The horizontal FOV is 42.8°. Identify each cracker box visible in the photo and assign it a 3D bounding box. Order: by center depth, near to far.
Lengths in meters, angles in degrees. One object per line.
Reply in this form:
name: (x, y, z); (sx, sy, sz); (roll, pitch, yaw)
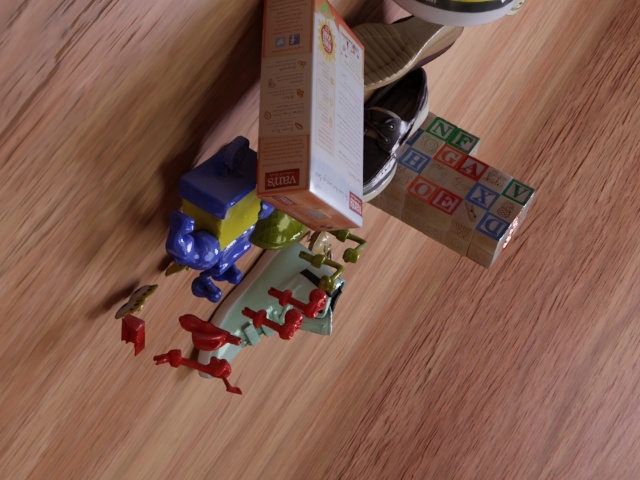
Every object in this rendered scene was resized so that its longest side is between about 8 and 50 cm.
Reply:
cracker box: (-0.007, -0.140, 0.912); (0.155, 0.067, 0.232); (31, 57, -63)

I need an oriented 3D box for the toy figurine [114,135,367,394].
toy figurine: (-0.071, -0.029, 0.945); (0.362, 0.191, 0.217); (-43, 151, -46)

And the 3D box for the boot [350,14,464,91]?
boot: (0.094, -0.253, 1.179); (0.248, 0.090, 0.207); (-31, 175, -10)

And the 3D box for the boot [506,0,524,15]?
boot: (0.387, -0.494, 1.515); (0.165, 0.077, 0.213); (-36, 180, 40)

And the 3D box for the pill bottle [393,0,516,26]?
pill bottle: (0.185, -0.442, 0.967); (0.188, 0.187, 0.334); (-47, 158, -36)

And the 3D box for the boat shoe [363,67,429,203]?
boat shoe: (0.095, -0.175, 1.302); (0.285, 0.102, 0.092); (-53, 157, -32)

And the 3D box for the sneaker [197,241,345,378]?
sneaker: (-0.068, 0.127, 1.240); (0.256, 0.151, 0.094); (-54, 163, -13)

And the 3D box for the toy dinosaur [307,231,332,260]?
toy dinosaur: (0.000, 0.000, 1.365); (0.183, 0.053, 0.093); (-63, 171, -18)

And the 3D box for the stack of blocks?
stack of blocks: (0.201, -0.102, 1.370); (0.171, 0.297, 0.087); (-49, 159, -27)
